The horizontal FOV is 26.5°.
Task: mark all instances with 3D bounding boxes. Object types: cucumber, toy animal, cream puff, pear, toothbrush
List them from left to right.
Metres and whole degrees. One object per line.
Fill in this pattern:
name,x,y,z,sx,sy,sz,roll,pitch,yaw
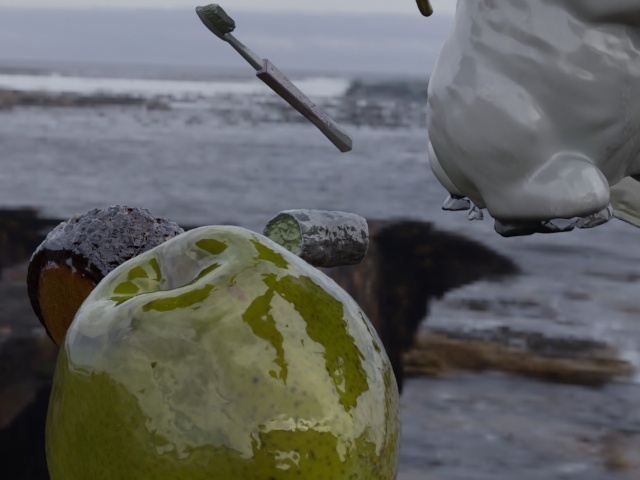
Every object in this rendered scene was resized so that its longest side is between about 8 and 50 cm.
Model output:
cream puff,-0.214,0.068,1.549,0.239,0.239,0.165,9,34,43
pear,-0.069,0.145,1.018,0.294,0.294,0.294,2,7,0
toothbrush,-0.031,-0.121,1.024,0.017,0.014,0.194,-13,-34,30
cucumber,-0.001,0.000,1.387,0.112,0.064,0.064,3,5,-44
toy animal,0.154,-0.191,1.021,0.258,0.357,0.194,-4,16,35

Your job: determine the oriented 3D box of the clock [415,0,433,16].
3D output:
clock,0.105,-0.384,1.432,0.235,0.308,0.096,16,32,-3

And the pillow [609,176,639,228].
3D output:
pillow,0.367,-0.058,1.621,0.218,0.033,0.130,21,43,25
